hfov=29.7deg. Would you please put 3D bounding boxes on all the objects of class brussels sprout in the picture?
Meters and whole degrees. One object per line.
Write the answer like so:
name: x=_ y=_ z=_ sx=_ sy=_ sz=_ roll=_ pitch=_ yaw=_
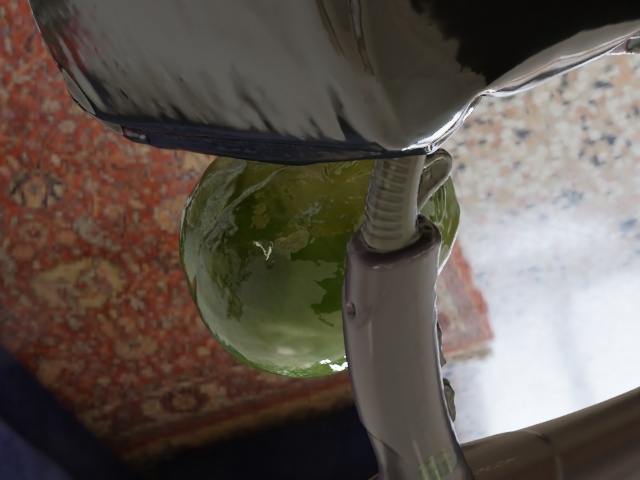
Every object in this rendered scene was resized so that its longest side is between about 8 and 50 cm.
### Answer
brussels sprout: x=0.000 y=0.000 z=1.025 sx=0.244 sy=0.244 sz=0.244 roll=-5 pitch=141 yaw=-4

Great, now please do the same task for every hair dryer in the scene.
hair dryer: x=0.094 y=0.073 z=0.686 sx=0.301 sy=0.121 sz=0.361 roll=-25 pitch=125 yaw=-16

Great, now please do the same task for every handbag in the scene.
handbag: x=0.037 y=-0.151 z=0.521 sx=0.275 sy=0.301 sz=0.178 roll=-29 pitch=109 yaw=-26

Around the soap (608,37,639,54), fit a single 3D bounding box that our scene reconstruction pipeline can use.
soap: x=0.300 y=-0.323 z=1.058 sx=0.192 sy=0.109 sz=0.324 roll=-2 pitch=129 yaw=-18
